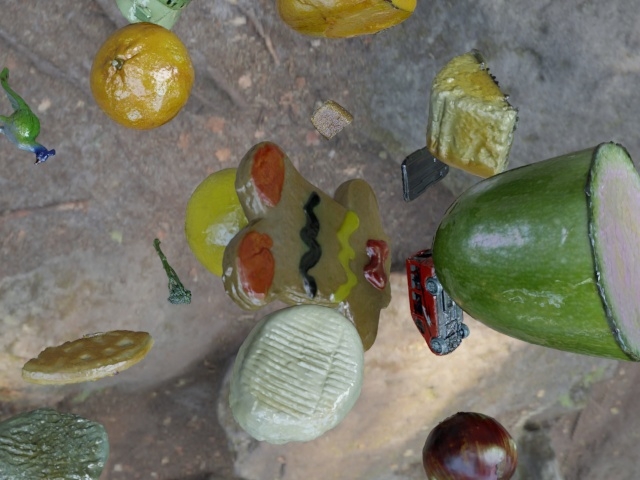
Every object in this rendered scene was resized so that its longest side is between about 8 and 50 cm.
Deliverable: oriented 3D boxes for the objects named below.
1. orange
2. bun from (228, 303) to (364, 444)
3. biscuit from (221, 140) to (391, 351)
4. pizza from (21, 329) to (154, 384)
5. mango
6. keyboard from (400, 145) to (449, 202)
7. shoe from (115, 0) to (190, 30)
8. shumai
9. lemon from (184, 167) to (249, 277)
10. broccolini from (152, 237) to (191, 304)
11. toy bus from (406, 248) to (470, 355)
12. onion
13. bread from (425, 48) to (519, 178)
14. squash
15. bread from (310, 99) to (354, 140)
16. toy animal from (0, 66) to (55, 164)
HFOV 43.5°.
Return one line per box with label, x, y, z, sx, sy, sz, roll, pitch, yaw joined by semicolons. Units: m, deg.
orange;-0.295;-0.271;1.323;0.178;0.177;0.155;-23;144;18
bun;-0.029;0.173;1.022;0.164;0.188;0.111;19;155;5
biscuit;0.000;0.000;1.504;0.076;0.368;0.394;-20;143;41
pizza;-0.429;0.227;1.510;0.246;0.127;0.058;-18;123;-40
mango;0.024;-0.425;1.366;0.257;0.137;0.187;0;166;31
keyboard;0.239;-0.164;1.824;0.016;0.262;0.106;2;110;30
shoe;-0.310;-0.461;1.471;0.128;0.262;0.140;-39;115;7
shumai;-0.571;0.481;1.648;0.261;0.225;0.222;0;132;-32
lemon;-0.185;-0.041;1.879;0.293;0.293;0.293;-2;135;-2
broccolini;-0.341;0.063;1.811;0.054;0.194;0.052;-19;151;-14
toy bus;0.214;0.116;1.488;0.081;0.089;0.195;-25;117;-35
onion;0.180;0.265;0.981;0.117;0.118;0.118;-37;127;14
bread;0.293;-0.241;1.634;0.163;0.262;0.204;-9;131;-7
squash;0.301;0.038;1.162;0.309;0.310;0.310;-13;138;36
bread;0.023;-0.267;1.751;0.077;0.083;0.070;-40;101;13
toy animal;-0.434;-0.174;1.102;0.075;0.217;0.041;-16;139;-29
